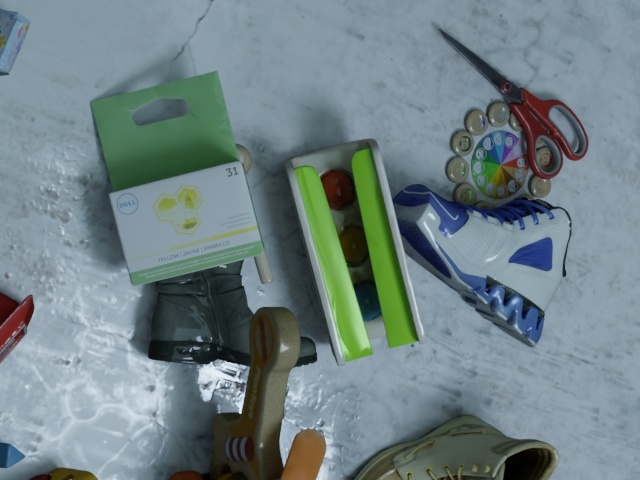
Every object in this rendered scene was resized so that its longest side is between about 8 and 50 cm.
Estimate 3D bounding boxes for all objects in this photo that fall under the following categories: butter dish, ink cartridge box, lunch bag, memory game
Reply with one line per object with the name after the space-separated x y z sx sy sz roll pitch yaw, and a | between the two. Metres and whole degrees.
-0.422 0.104 1.691 0.118 0.160 0.160 39 76 -1 | butter dish
-0.178 -0.077 1.783 0.171 0.056 0.235 -14 95 -2 | ink cartridge box
-0.378 -0.235 1.699 0.053 0.083 0.071 23 85 -27 | lunch bag
0.261 -0.107 2.074 0.186 0.012 0.186 -3 96 -27 | memory game

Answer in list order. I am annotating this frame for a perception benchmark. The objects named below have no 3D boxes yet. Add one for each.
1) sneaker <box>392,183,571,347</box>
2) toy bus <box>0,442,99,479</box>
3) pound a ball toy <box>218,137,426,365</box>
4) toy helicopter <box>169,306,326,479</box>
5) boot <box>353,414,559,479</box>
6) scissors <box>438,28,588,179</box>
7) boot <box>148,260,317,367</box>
0.240 -0.008 2.012 0.315 0.127 0.182 41 79 -31 | sneaker
-0.344 0.359 1.744 0.191 0.104 0.202 27 69 -41 | toy bus
0.000 0.000 1.905 0.208 0.136 0.319 -15 101 -1 | pound a ball toy
-0.073 0.255 1.783 0.140 0.235 0.355 0 111 -27 | toy helicopter
0.176 0.334 1.966 0.262 0.203 0.095 -25 105 -24 | boot
0.280 -0.215 2.060 0.109 0.021 0.297 -44 110 -16 | scissors
-0.107 0.083 1.873 0.246 0.083 0.161 6 87 -29 | boot
